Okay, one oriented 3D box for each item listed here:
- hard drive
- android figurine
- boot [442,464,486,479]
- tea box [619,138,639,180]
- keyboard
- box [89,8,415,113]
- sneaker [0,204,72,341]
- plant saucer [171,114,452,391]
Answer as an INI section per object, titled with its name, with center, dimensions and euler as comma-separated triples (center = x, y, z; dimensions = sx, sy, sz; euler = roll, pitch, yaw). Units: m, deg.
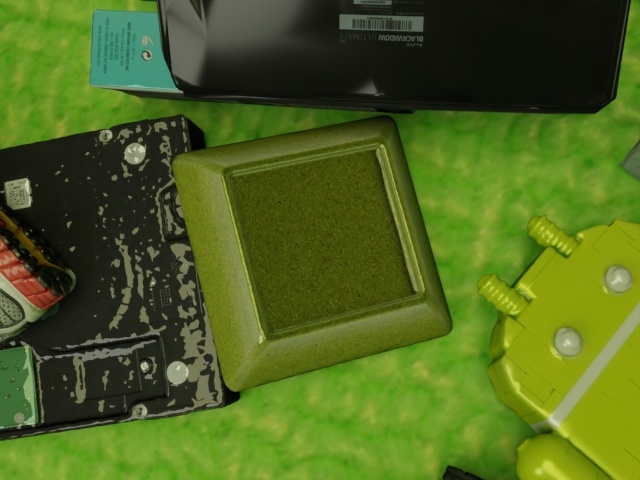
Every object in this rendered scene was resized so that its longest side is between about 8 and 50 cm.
[hard drive]
center = -0.248, 0.043, 0.649
dimensions = 0.339, 0.064, 0.237
euler = -10, 82, 6
[android figurine]
center = 0.236, 0.095, 0.560
dimensions = 0.273, 0.056, 0.248
euler = 43, 74, 9
[boot]
center = 0.141, 0.277, 0.519
dimensions = 0.246, 0.083, 0.161
euler = 34, 87, 37
[tea box]
center = 0.437, -0.117, 0.492
dimensions = 0.323, 0.220, 0.329
euler = 34, 90, 11
[keyboard]
center = 0.042, -0.185, 0.512
dimensions = 0.317, 0.033, 0.201
euler = 4, 119, 8
[box]
center = -0.046, -0.139, 0.618
dimensions = 0.244, 0.100, 0.060
euler = 5, 96, 8
[sneaker]
center = -0.294, -0.015, 0.586
dimensions = 0.093, 0.088, 0.225
euler = -44, 80, 3
[plant saucer]
center = 0.000, 0.000, 0.596
dimensions = 0.188, 0.045, 0.188
euler = -13, 82, -15
